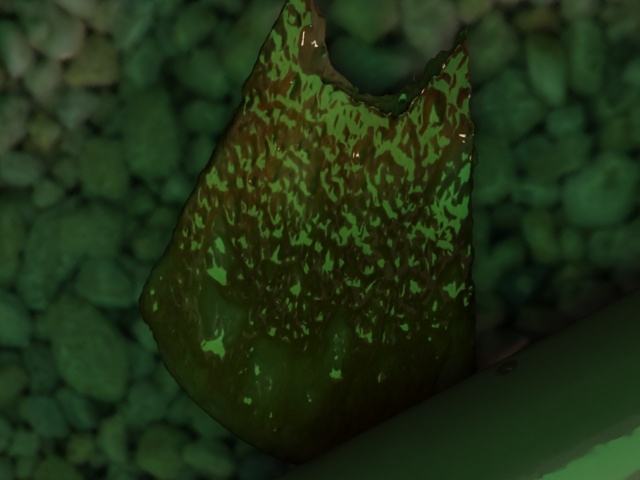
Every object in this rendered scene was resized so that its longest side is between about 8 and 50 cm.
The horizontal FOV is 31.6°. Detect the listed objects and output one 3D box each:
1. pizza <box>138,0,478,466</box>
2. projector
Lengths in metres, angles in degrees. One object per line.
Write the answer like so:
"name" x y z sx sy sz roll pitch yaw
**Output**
"pizza" 0.000 0.000 0.550 0.181 0.034 0.262 6 112 7
"projector" 0.109 0.096 0.504 0.338 0.108 0.108 -29 102 7
